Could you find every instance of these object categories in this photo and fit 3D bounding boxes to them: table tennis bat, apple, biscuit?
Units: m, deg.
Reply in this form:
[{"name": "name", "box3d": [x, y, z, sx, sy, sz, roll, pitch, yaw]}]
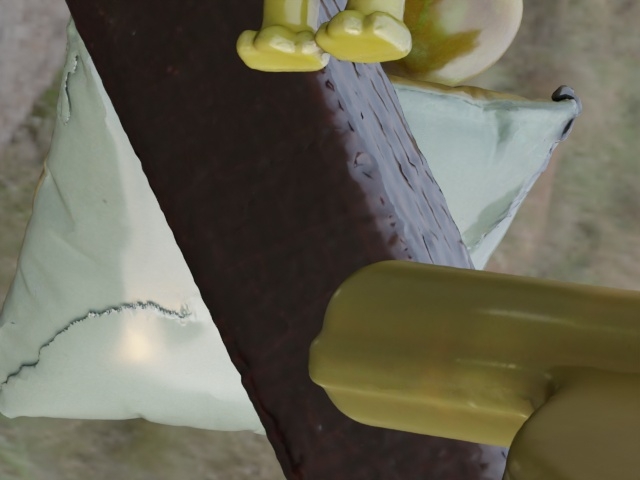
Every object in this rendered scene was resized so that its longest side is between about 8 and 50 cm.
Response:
[{"name": "table tennis bat", "box3d": [0.106, 0.034, 0.384, 0.198, 0.320, 0.050, -19, 102, -35]}, {"name": "apple", "box3d": [0.075, -0.150, 1.040, 0.099, 0.102, 0.114, 57, 28, -20]}, {"name": "biscuit", "box3d": [0.000, 0.000, 0.758, 0.388, 0.107, 0.073, 65, 23, -1]}]

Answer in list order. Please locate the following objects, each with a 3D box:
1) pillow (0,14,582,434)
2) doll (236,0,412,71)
[{"name": "pillow", "box3d": [-0.037, 0.010, 1.005, 0.119, 0.310, 0.312, -105, -151, -49]}, {"name": "doll", "box3d": [0.021, -0.206, 0.658, 0.119, 0.138, 0.293, 34, 61, -53]}]
